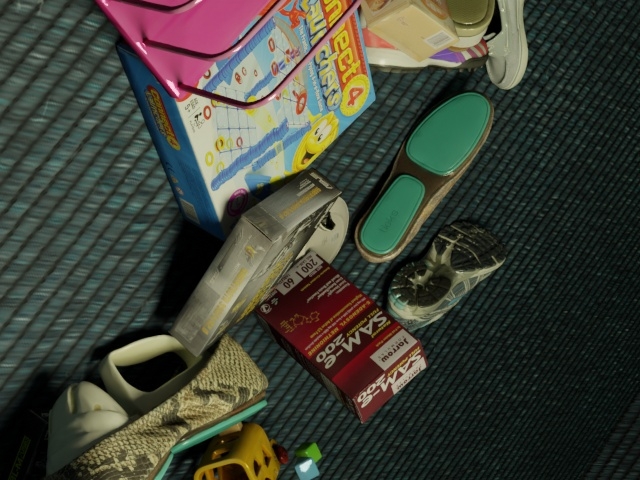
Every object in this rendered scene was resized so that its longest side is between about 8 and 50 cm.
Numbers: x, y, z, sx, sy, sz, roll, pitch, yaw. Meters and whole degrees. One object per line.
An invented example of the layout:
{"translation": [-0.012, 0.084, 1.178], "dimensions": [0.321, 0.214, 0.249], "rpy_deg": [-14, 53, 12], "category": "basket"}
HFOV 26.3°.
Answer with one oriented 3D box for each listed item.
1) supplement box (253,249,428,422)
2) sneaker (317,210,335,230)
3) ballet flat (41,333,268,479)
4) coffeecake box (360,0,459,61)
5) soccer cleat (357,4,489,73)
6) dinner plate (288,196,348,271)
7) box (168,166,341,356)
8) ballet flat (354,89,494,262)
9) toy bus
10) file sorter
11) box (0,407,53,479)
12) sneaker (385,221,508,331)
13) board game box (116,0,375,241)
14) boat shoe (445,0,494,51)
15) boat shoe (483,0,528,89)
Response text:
{"translation": [0.024, 0.133, 1.948], "dimensions": [0.130, 0.239, 0.073], "rpy_deg": [-41, 144, -14], "category": "supplement box"}
{"translation": [-0.002, -0.047, 1.967], "dimensions": [0.032, 0.037, 0.083], "rpy_deg": [-48, 129, -20], "category": "sneaker"}
{"translation": [-0.234, 0.229, 1.722], "dimensions": [0.164, 0.182, 0.483], "rpy_deg": [-32, -178, 31], "category": "ballet flat"}
{"translation": [0.095, -0.340, 1.750], "dimensions": [0.068, 0.186, 0.142], "rpy_deg": [-26, 158, 24], "category": "coffeecake box"}
{"translation": [0.150, -0.300, 1.943], "dimensions": [0.318, 0.108, 0.116], "rpy_deg": [-11, 109, -53], "category": "soccer cleat"}
{"translation": [0.000, 0.000, 2.040], "dimensions": [0.141, 0.017, 0.141], "rpy_deg": [-37, 142, -36], "category": "dinner plate"}
{"translation": [-0.085, 0.027, 1.788], "dimensions": [0.231, 0.056, 0.183], "rpy_deg": [-55, 171, 35], "category": "box"}
{"translation": [0.157, -0.097, 2.129], "dimensions": [0.316, 0.107, 0.106], "rpy_deg": [-51, 167, -7], "category": "ballet flat"}
{"translation": [-0.118, 0.320, 2.032], "dimensions": [0.191, 0.202, 0.104], "rpy_deg": [-31, 108, -29], "category": "toy bus"}
{"translation": [-0.121, -0.304, 1.391], "dimensions": [0.202, 0.182, 0.291], "rpy_deg": [-50, 128, -16], "category": "file sorter"}
{"translation": [-0.332, 0.305, 1.780], "dimensions": [0.190, 0.045, 0.184], "rpy_deg": [6, 106, -56], "category": "box"}
{"translation": [0.203, 0.066, 2.327], "dimensions": [0.283, 0.110, 0.122], "rpy_deg": [-29, 154, -37], "category": "sneaker"}
{"translation": [-0.078, -0.204, 1.699], "dimensions": [0.302, 0.086, 0.308], "rpy_deg": [-46, 145, -23], "category": "board game box"}
{"translation": [0.197, -0.404, 1.879], "dimensions": [0.103, 0.113, 0.302], "rpy_deg": [105, -3, -73], "category": "boat shoe"}
{"translation": [0.267, -0.330, 2.115], "dimensions": [0.081, 0.079, 0.228], "rpy_deg": [-28, 131, -29], "category": "boat shoe"}
